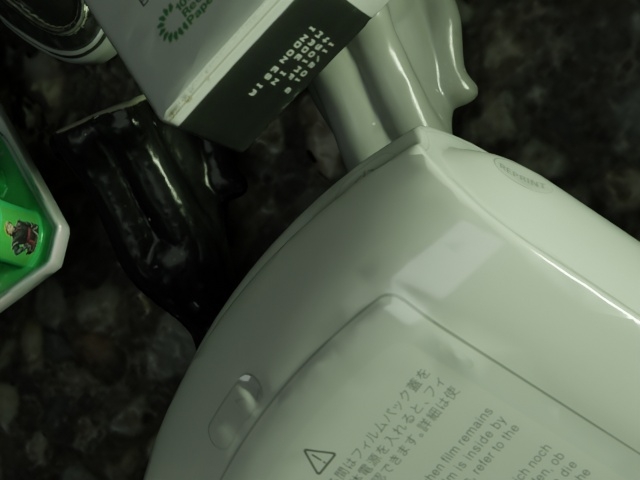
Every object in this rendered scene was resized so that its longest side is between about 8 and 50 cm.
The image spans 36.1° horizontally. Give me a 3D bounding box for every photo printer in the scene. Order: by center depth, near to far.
[{"bbox_3d":[0.085,0.114,0.442,0.307,0.107,0.256,32,113,-7],"label":"photo printer"}]

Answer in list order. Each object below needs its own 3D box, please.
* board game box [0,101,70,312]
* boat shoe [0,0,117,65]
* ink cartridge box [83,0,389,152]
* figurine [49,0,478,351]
[{"bbox_3d":[-0.379,-0.043,0.536,0.390,0.050,0.390,-35,72,8],"label":"board game box"},{"bbox_3d":[-0.192,-0.183,0.535,0.078,0.070,0.219,-43,86,17],"label":"boat shoe"},{"bbox_3d":[-0.081,-0.231,0.463,0.176,0.069,0.371,-44,64,17],"label":"ink cartridge box"},{"bbox_3d":[0.000,0.000,0.510,0.214,0.092,0.210,-21,100,16],"label":"figurine"}]
